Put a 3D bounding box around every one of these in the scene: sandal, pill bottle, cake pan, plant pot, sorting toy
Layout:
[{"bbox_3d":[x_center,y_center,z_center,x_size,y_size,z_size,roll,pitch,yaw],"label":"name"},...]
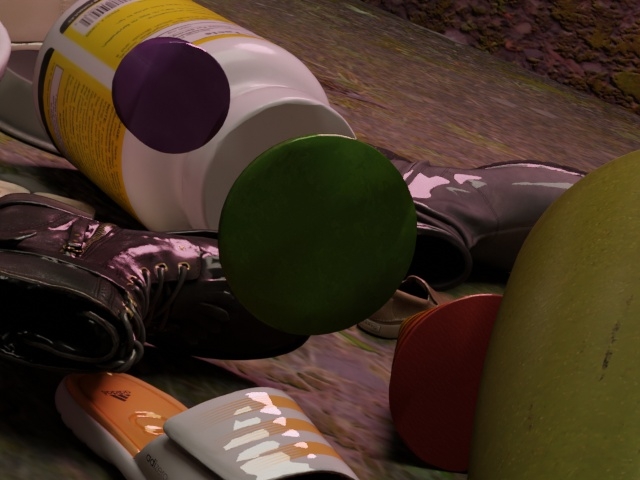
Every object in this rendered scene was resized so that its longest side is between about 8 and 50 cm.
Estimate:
[{"bbox_3d":[-0.059,0.110,0.857,0.102,0.076,0.265,0,22,-45],"label":"sandal"},{"bbox_3d":[-0.106,-0.096,1.320,0.188,0.188,0.334,7,16,-32],"label":"pill bottle"},{"bbox_3d":[-0.214,-0.135,1.619,0.293,0.054,0.293,15,14,-4],"label":"cake pan"},{"bbox_3d":[0.181,0.126,0.781,0.275,0.275,0.293,21,31,15],"label":"plant pot"},{"bbox_3d":[0.000,0.000,1.013,0.365,0.127,0.126,43,-2,-22],"label":"sorting toy"}]

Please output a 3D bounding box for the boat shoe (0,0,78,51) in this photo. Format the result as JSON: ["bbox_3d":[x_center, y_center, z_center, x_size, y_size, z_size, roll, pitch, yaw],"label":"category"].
[{"bbox_3d":[-0.355,-0.269,1.851,0.340,0.127,0.113,3,-11,-20],"label":"boat shoe"}]

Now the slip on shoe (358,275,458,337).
[{"bbox_3d":[0.080,0.050,1.289,0.051,0.041,0.135,27,18,35],"label":"slip on shoe"}]

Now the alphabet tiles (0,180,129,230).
[{"bbox_3d":[-0.263,-0.013,1.189,0.284,0.021,0.278,15,15,-7],"label":"alphabet tiles"}]

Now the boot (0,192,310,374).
[{"bbox_3d":[-0.121,0.043,0.958,0.263,0.091,0.229,13,9,-7],"label":"boot"}]

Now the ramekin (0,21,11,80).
[{"bbox_3d":[-0.363,-0.097,1.085,0.277,0.135,0.277,11,25,-5],"label":"ramekin"}]

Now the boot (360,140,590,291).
[{"bbox_3d":[0.130,-0.003,1.438,0.338,0.118,0.223,5,17,1],"label":"boot"}]
